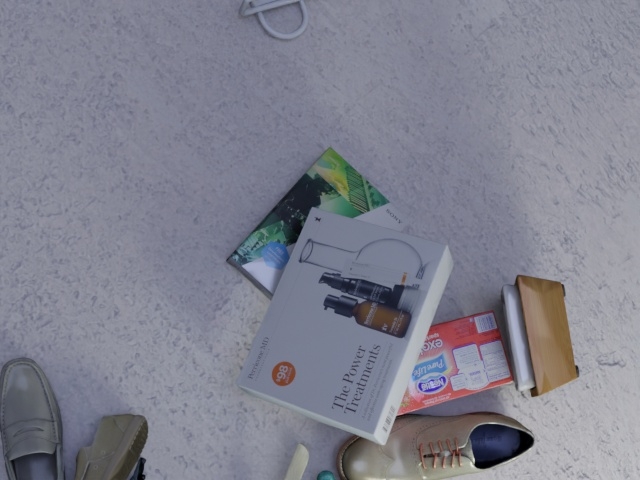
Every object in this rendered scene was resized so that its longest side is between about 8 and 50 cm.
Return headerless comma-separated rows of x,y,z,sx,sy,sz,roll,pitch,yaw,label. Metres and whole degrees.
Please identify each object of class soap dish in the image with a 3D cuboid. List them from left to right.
0.432,0.193,1.946,0.118,0.291,0.229,-9,79,8,soap dish

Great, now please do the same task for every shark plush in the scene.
-0.364,0.471,1.786,0.067,0.073,0.161,17,77,19,shark plush

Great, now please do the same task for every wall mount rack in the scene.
-0.065,-0.616,2.058,0.304,0.130,0.350,-21,86,-19,wall mount rack

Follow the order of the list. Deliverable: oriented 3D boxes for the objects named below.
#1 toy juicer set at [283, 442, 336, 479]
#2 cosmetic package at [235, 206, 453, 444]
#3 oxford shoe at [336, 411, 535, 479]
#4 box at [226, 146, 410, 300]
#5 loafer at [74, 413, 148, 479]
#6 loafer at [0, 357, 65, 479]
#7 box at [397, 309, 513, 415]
0.012,0.557,1.867,0.329,0.089,0.209,42,89,-7,toy juicer set
0.049,0.151,1.823,0.284,0.097,0.377,15,72,23,cosmetic package
0.228,0.403,1.917,0.397,0.146,0.141,-10,84,-17,oxford shoe
0.000,0.000,1.985,0.232,0.058,0.322,42,70,-4,box
-0.400,0.424,1.749,0.092,0.102,0.268,13,48,16,loafer
-0.506,0.363,1.735,0.112,0.111,0.320,-12,82,-18,loafer
0.208,0.251,1.946,0.299,0.142,0.154,-14,82,-18,box
